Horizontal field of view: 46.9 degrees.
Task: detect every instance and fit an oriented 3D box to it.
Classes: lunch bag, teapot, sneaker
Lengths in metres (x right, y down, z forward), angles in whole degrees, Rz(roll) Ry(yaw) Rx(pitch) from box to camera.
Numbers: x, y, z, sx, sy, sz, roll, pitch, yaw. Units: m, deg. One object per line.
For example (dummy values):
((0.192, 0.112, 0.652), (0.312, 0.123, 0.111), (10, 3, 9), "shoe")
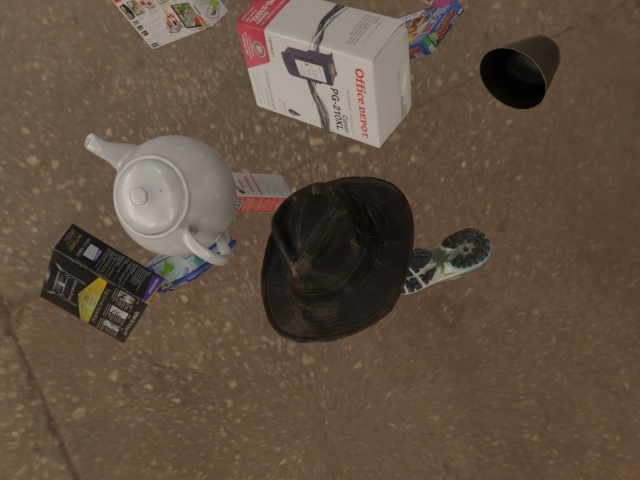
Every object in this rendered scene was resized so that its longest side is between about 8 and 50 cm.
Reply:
((-0.323, 0.040, 1.844), (0.176, 0.219, 0.090), (-25, 101, 34), "lunch bag")
((-0.289, -0.079, 1.383), (0.256, 0.187, 0.252), (-2, 94, 17), "teapot")
((0.250, 0.067, 1.669), (0.283, 0.122, 0.110), (-15, 69, 11), "sneaker")

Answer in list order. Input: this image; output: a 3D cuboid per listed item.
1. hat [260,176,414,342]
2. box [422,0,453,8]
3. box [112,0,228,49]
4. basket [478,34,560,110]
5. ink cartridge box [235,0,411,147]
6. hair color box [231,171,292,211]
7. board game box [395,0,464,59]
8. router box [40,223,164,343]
((0.000, 0.000, 1.237), (0.331, 0.134, 0.331), (-16, 53, 23), "hat")
((0.057, -0.357, 0.627), (0.214, 0.117, 0.242), (5, 74, -37), "box")
((-0.216, -0.329, 1.004), (0.036, 0.207, 0.114), (-50, 119, -20), "box")
((0.578, -0.488, 2.075), (0.204, 0.154, 0.227), (40, 43, 9), "basket")
((0.009, -0.262, 1.116), (0.237, 0.172, 0.100), (23, 60, 24), "ink cartridge box")
((-0.158, -0.117, 1.800), (0.167, 0.053, 0.093), (1, 43, -35), "hair color box")
((0.197, -0.442, 1.583), (0.035, 0.201, 0.136), (45, 70, -26), "board game box")
((-0.528, 0.113, 1.760), (0.243, 0.309, 0.081), (32, 56, -9), "router box")
